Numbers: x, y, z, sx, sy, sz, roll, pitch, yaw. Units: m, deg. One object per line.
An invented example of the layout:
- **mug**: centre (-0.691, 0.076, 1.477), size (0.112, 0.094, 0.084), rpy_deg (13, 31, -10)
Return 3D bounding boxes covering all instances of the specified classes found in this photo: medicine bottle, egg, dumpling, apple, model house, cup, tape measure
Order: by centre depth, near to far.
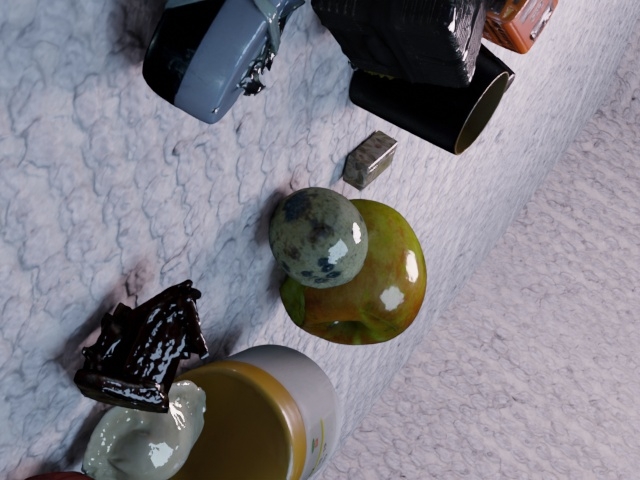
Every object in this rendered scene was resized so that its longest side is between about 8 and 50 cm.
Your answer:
- **tape measure**: centre (-0.081, -0.197, 0.966), size (0.181, 0.107, 0.182), rpy_deg (-58, -178, 24)
- **model house**: centre (-0.211, 0.125, 1.286), size (0.203, 0.141, 0.164), rpy_deg (141, -34, -72)
- **dumpling**: centre (-0.236, 0.253, 1.435), size (0.155, 0.111, 0.181), rpy_deg (80, 29, -52)
- **cup**: centre (0.182, -0.253, 1.546), size (0.239, 0.177, 0.166), rpy_deg (-50, 162, -22)
- **egg**: centre (0.000, 0.000, 1.552), size (0.141, 0.141, 0.181), rpy_deg (-54, 144, -8)
- **medicine bottle**: centre (-0.111, 0.293, 1.635), size (0.238, 0.238, 0.232), rpy_deg (-60, 164, 14)
- **apple**: centre (0.055, 0.049, 1.754), size (0.246, 0.246, 0.226), rpy_deg (88, 9, -64)

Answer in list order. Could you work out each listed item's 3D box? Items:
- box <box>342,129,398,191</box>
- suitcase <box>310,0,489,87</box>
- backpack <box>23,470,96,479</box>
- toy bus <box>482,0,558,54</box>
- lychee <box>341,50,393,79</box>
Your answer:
- **box**: centre (0.081, -0.130, 1.727), size (0.098, 0.045, 0.062), rpy_deg (-43, 159, -43)
- **suitcase**: centre (0.112, -0.337, 1.045), size (0.229, 0.152, 0.335), rpy_deg (28, 73, -74)
- **backpack**: centre (-0.347, 0.391, 1.338), size (0.229, 0.139, 0.229), rpy_deg (-43, 142, -48)
- **toy bus**: centre (0.258, -0.379, 1.569), size (0.143, 0.153, 0.329), rpy_deg (-58, 163, 7)
- **lychee**: centre (0.088, -0.272, 1.294), size (0.171, 0.171, 0.171), rpy_deg (-50, 163, -21)
